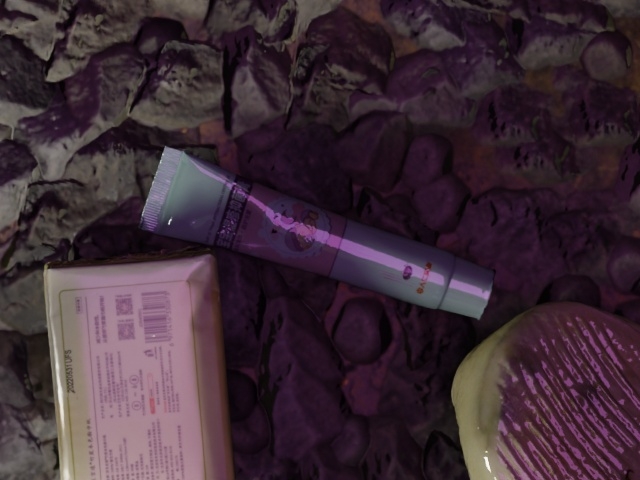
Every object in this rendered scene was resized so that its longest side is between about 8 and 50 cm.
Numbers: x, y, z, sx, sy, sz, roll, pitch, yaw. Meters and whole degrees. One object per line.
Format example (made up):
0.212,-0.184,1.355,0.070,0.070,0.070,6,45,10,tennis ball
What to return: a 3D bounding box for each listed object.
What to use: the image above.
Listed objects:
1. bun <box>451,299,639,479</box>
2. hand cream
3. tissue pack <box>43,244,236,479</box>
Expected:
0.222,0.167,1.808,0.210,0.116,0.237,43,63,0,bun
0.000,0.000,1.818,0.331,0.058,0.085,19,109,-2,hand cream
-0.163,0.126,1.762,0.159,0.125,0.234,-6,92,-5,tissue pack
